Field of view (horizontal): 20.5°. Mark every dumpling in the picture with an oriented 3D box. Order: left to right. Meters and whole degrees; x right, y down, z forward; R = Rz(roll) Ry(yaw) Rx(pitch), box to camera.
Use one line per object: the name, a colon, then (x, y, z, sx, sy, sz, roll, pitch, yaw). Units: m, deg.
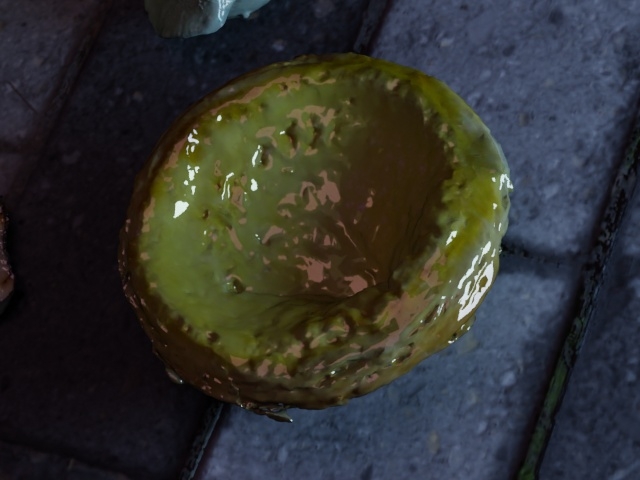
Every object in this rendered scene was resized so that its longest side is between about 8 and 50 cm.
dumpling: (-0.089, -0.268, 1.512, 0.152, 0.108, 0.219, 19, 67, 25)

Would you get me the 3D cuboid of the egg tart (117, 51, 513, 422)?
egg tart: (0.000, 0.000, 1.331, 0.315, 0.120, 0.315, -7, 59, 12)

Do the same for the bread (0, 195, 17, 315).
bread: (-0.310, 0.024, 1.460, 0.126, 0.044, 0.129, -17, 56, -1)
